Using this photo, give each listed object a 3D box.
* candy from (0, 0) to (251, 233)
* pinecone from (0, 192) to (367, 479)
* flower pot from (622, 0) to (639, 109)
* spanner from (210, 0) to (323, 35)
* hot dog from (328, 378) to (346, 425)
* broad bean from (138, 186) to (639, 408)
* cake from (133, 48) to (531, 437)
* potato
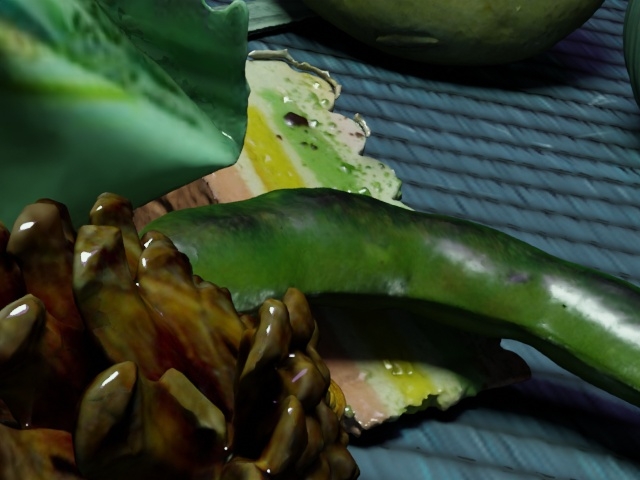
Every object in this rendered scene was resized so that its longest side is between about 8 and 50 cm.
[{"bbox_3d":[-0.234,-0.022,0.712,0.263,0.172,0.398,16,29,30],"label":"candy"},{"bbox_3d":[-0.069,0.074,0.582,0.150,0.179,0.195,-36,60,-25],"label":"pinecone"},{"bbox_3d":[0.281,-0.103,1.087,0.189,0.157,0.243,-5,29,-24],"label":"flower pot"},{"bbox_3d":[0.005,-0.163,1.288,0.302,0.017,0.071,-16,35,-41],"label":"spanner"},{"bbox_3d":[-0.074,0.057,0.763,0.165,0.045,0.071,16,27,15],"label":"hot dog"},{"bbox_3d":[0.045,0.028,0.774,0.292,0.049,0.144,15,24,-3],"label":"broad bean"},{"bbox_3d":[-0.007,0.016,0.882,0.109,0.090,0.225,-7,48,-36],"label":"cake"},{"bbox_3d":[0.077,-0.199,1.221,0.235,0.160,0.178,3,27,1],"label":"potato"}]
